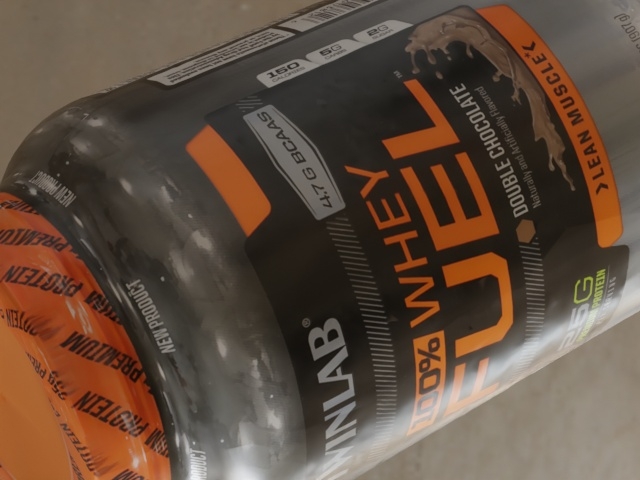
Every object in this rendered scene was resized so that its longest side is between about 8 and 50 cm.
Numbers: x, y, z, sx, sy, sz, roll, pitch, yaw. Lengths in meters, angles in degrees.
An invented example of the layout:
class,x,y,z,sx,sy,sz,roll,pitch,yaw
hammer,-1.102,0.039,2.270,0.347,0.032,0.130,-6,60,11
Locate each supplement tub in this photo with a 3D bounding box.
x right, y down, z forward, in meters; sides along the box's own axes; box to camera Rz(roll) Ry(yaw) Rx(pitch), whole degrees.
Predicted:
class,x,y,z,sx,sy,sz,roll,pitch,yaw
supplement tub,0.000,0.000,0.753,0.338,0.207,0.207,-27,120,-27
